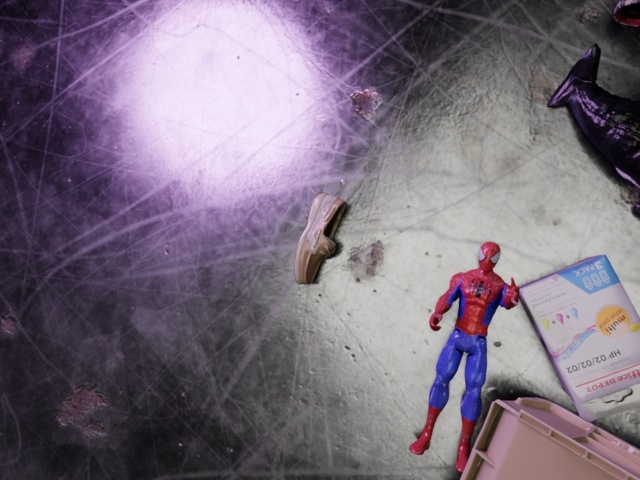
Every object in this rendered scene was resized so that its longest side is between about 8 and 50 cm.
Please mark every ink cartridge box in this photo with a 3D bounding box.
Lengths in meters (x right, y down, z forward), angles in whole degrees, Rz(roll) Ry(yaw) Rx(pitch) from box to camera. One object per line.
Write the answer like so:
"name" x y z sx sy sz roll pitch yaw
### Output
"ink cartridge box" 0.322 0.120 0.585 0.104 0.061 0.181 -26 79 13

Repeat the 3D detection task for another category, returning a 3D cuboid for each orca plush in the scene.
"orca plush" 0.405 -0.120 0.560 0.151 0.102 0.287 -37 76 11

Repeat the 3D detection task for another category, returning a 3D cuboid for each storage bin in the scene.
"storage bin" 0.264 0.338 0.503 0.260 0.123 0.262 25 96 47

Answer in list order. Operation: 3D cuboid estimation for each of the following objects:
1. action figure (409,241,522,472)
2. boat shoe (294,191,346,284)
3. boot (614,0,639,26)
"action figure" 0.171 0.133 0.592 0.091 0.139 0.281 13 86 22
"boat shoe" 0.000 0.000 0.697 0.045 0.050 0.136 15 90 22
"boot" 0.444 -0.332 0.525 0.085 0.236 0.179 18 96 -25
